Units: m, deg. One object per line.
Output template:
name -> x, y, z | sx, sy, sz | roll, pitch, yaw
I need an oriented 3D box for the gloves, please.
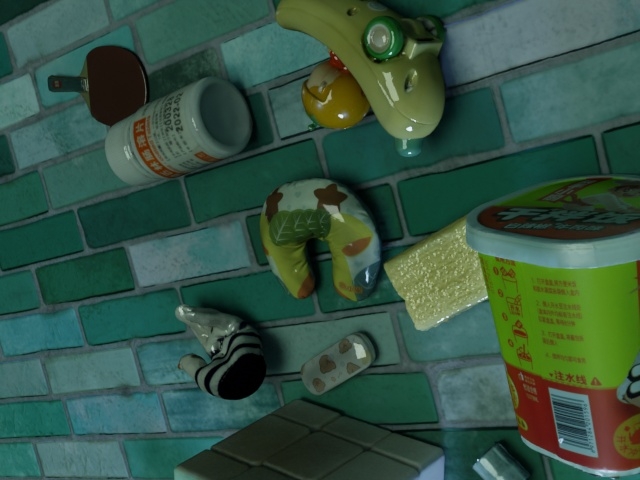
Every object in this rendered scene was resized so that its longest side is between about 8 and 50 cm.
gloves -> -0.181, 0.190, 1.714 | 0.218, 0.131, 0.140 | -130, 44, -57

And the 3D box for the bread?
bread -> 0.196, 0.045, 1.394 | 0.188, 0.068, 0.125 | -33, 80, 38

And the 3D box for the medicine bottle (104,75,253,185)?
medicine bottle -> -0.248, -0.183, 1.640 | 0.252, 0.144, 0.144 | -12, 94, 41

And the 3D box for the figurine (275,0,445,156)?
figurine -> 0.050, -0.257, 1.400 | 0.324, 0.124, 0.222 | 39, 126, 28

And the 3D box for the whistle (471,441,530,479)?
whistle -> 0.347, 0.427, 1.382 | 0.312, 0.062, 0.062 | 47, 126, 19

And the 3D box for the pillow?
pillow -> 0.000, 0.000, 1.537 | 0.233, 0.086, 0.214 | 1, 113, 36

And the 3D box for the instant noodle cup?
instant noodle cup -> 0.342, 0.100, 1.172 | 0.294, 0.294, 0.307 | 3, 111, 38

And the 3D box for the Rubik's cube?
Rubik's cube -> -0.014, 0.482, 1.517 | 0.316, 0.319, 0.321 | 11, 110, 36

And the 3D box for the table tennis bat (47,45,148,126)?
table tennis bat -> -0.430, -0.298, 1.831 | 0.274, 0.021, 0.154 | 9, 107, 35

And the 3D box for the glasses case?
glasses case -> 0.028, 0.207, 1.588 | 0.164, 0.041, 0.063 | -36, 78, 38
